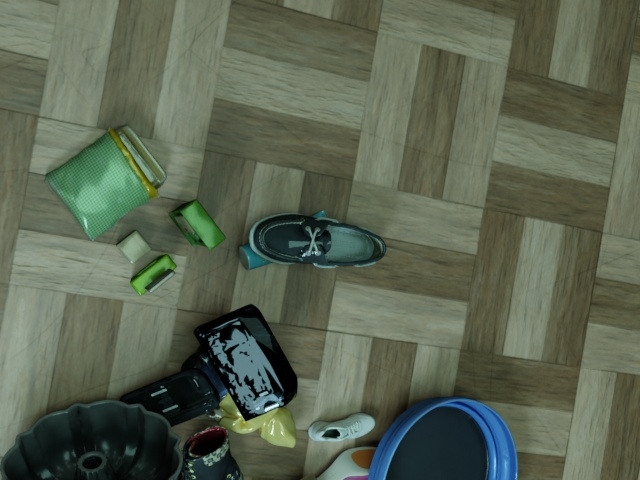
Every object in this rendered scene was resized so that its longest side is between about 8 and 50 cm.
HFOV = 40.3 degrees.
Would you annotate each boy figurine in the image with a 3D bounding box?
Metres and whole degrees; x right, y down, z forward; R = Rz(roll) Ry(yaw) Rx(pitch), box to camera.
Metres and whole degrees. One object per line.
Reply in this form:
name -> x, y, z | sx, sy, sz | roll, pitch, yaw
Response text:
boy figurine -> -0.147, 0.320, 1.812 | 0.285, 0.092, 0.177 | 43, 78, -16

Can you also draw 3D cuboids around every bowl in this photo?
bowl -> 0.270, 0.535, 1.932 | 0.391, 0.077, 0.391 | -3, 95, -31

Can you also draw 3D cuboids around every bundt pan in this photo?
bundt pan -> -0.416, 0.452, 1.617 | 0.331, 0.331, 0.124 | -11, 125, -18

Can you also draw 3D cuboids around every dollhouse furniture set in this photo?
dollhouse furniture set -> -0.364, -0.063, 1.691 | 0.197, 0.151, 0.301 | -40, 103, -14

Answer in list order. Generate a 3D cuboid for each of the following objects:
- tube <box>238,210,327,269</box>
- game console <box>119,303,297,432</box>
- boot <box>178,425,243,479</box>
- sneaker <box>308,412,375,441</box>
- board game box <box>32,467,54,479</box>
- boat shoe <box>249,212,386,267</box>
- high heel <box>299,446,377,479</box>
tube -> -0.071, 0.006, 1.853 | 0.207, 0.052, 0.080 | -21, 108, -24
game console -> -0.237, 0.279, 1.718 | 0.361, 0.044, 0.213 | -24, 105, 13
boot -> -0.270, 0.476, 1.735 | 0.236, 0.085, 0.178 | -26, 138, -22
sneaker -> 0.054, 0.415, 1.900 | 0.152, 0.061, 0.054 | -8, 93, -20
board game box -> -0.536, 0.549, 1.714 | 0.211, 0.039, 0.160 | 34, 82, -16
boat shoe -> 0.000, 0.000, 1.818 | 0.302, 0.091, 0.114 | 1, 90, -33
high heel -> 0.046, 0.536, 1.910 | 0.244, 0.082, 0.117 | -20, 135, -32
